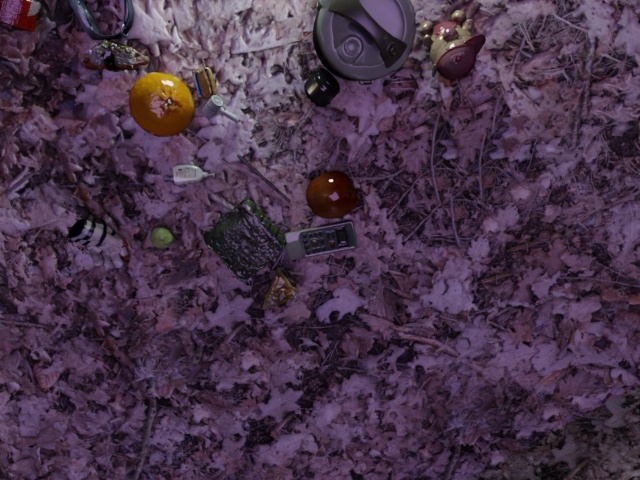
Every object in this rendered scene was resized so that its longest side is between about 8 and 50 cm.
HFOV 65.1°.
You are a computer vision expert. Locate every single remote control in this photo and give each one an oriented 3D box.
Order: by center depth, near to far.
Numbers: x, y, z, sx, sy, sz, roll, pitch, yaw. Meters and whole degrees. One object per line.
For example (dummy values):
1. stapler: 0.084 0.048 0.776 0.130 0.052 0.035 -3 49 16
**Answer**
1. remote control: 0.000 0.000 1.997 0.286 0.038 0.123 -10 108 -1

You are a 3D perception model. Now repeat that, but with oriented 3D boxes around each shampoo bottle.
1. shampoo bottle: -0.472 -0.247 1.878 0.152 0.045 0.077 -5 85 -12

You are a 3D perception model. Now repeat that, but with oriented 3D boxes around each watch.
1. watch: -0.723 -0.781 1.691 0.193 0.068 0.206 -24 105 4

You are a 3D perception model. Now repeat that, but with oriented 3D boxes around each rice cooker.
1. rice cooker: 0.135 -0.690 1.643 0.336 0.325 0.334 -1 107 -4
2. rice cooker: 0.004 -0.538 1.768 0.112 0.165 0.106 37 111 -21

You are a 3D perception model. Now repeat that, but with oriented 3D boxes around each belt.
1. belt: -1.025 -0.774 1.638 0.201 0.128 0.124 20 106 -9

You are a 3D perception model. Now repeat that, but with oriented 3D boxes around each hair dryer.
1. hair dryer: -0.354 -0.462 1.822 0.137 0.047 0.082 25 139 -30

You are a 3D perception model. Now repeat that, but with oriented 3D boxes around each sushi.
1. sushi: -0.705 -0.636 1.721 0.226 0.103 0.097 0 91 -6

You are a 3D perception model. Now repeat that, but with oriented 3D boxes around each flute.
1. flute: -0.216 -0.237 1.921 0.270 0.014 0.014 41 100 -14

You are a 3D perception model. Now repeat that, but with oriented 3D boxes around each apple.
1. apple: 0.045 -0.168 1.882 0.169 0.181 0.180 -20 109 26

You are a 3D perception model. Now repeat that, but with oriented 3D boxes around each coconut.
1. coconut: -0.609 -0.011 1.929 0.088 0.096 0.087 0 91 -41

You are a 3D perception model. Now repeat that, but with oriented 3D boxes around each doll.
1. doll: 0.448 -0.666 1.708 0.152 0.255 0.196 23 133 -35

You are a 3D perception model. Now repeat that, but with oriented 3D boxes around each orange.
1. orange: -0.549 -0.470 1.740 0.220 0.193 0.219 0 90 -8

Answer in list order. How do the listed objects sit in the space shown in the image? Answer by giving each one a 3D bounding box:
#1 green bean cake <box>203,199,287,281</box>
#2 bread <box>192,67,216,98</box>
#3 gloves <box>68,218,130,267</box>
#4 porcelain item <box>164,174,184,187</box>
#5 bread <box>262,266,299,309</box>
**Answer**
1. green bean cake: -0.291 -0.002 1.927 0.241 0.132 0.255 -40 101 13
2. bread: -0.408 -0.559 1.790 0.072 0.053 0.105 -6 106 22
3. gloves: -0.828 0.009 1.909 0.140 0.131 0.219 -45 135 8
4. porcelain item: -0.545 -0.223 1.894 0.084 0.028 0.036 16 103 -10
5. bread: -0.178 0.196 1.988 0.152 0.147 0.127 -36 104 4
